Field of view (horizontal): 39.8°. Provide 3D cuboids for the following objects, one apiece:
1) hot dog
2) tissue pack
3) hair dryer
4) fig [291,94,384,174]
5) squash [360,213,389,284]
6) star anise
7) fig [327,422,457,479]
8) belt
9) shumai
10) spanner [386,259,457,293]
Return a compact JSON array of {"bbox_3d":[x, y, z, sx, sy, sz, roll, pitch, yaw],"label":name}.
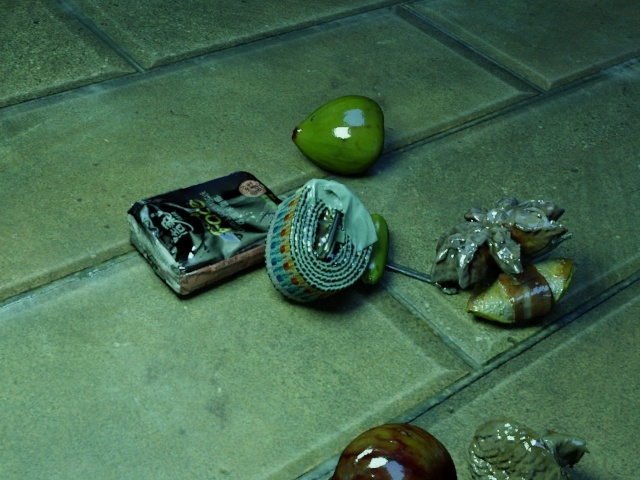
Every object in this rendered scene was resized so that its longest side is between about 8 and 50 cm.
[{"bbox_3d":[0.430,0.117,1.890,0.261,0.093,0.123,-16,39,-2],"label":"hot dog"},{"bbox_3d":[-0.226,-0.026,1.923,0.332,0.123,0.245,-22,46,-31],"label":"tissue pack"},{"bbox_3d":[0.500,0.018,1.971,0.167,0.199,0.068,-13,74,-54],"label":"hair dryer"},{"bbox_3d":[0.044,-0.264,2.194,0.225,0.203,0.203,4,39,-16],"label":"fig"},{"bbox_3d":[0.119,0.006,1.963,0.066,0.066,0.252,8,38,0],"label":"squash"},{"bbox_3d":[0.374,-0.006,1.905,0.331,0.118,0.332,-22,17,7],"label":"star anise"},{"bbox_3d":[0.112,0.404,1.392,0.214,0.235,0.235,-4,39,5],"label":"fig"},{"bbox_3d":[0.000,0.000,1.847,0.207,0.150,0.258,33,59,-24],"label":"belt"},{"bbox_3d":[0.370,0.393,1.527,0.175,0.166,0.206,5,35,-41],"label":"shumai"},{"bbox_3d":[0.185,0.066,1.968,0.254,0.015,0.054,19,39,12],"label":"spanner"}]
